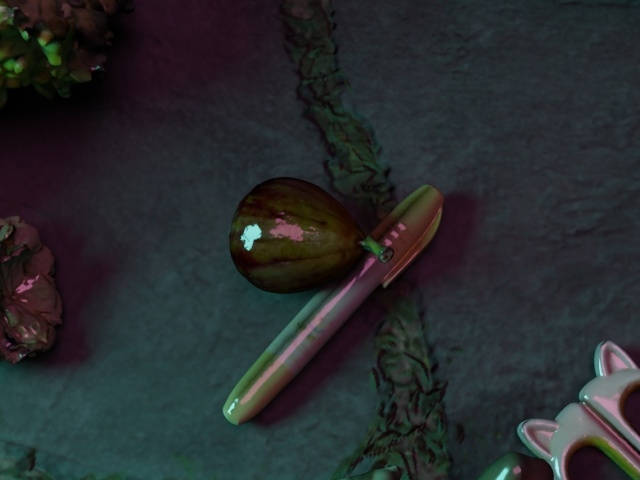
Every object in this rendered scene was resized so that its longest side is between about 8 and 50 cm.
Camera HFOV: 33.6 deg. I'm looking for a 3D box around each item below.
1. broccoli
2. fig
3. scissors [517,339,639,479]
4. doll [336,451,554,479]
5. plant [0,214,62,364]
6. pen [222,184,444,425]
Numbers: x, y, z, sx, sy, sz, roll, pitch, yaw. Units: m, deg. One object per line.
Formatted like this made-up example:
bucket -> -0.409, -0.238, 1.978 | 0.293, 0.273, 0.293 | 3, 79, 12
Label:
broccoli -> -0.287, -0.195, 0.777 | 0.180, 0.273, 0.242 | -36, 67, 22
fig -> 0.000, 0.000, 0.752 | 0.125, 0.089, 0.088 | 9, 67, 22
scissors -> 0.279, 0.208, 0.709 | 0.160, 0.024, 0.317 | -41, 74, -15
doll -> 0.002, 0.279, 0.533 | 0.379, 0.382, 0.252 | -15, 98, 8
plant -> -0.233, 0.023, 0.741 | 0.104, 0.122, 0.116 | -29, 63, -22
pen -> 0.016, 0.047, 0.773 | 0.040, 0.032, 0.233 | 39, 75, 10
